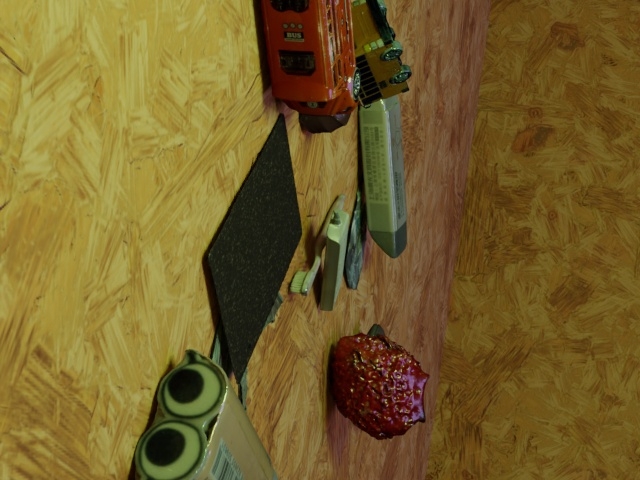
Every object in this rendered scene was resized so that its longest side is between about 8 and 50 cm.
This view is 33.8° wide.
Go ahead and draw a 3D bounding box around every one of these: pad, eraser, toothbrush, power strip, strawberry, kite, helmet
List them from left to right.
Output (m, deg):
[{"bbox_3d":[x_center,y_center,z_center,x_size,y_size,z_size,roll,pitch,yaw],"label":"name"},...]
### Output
[{"bbox_3d":[-0.124,0.270,1.224,0.291,0.087,0.171,73,31,-55],"label":"eraser"},{"bbox_3d":[-0.100,0.139,1.403,0.335,0.011,0.314,-52,145,-63],"label":"kite"},{"bbox_3d":[-0.080,0.003,1.408,0.330,0.004,0.220,-68,156,-50],"label":"pad"},{"bbox_3d":[0.000,0.000,1.710,0.307,0.029,0.025,-66,161,-56],"label":"toothbrush"},{"bbox_3d":[0.014,-0.219,1.573,0.098,0.070,0.123,-25,121,-73],"label":"helmet"},{"bbox_3d":[0.022,0.030,1.699,0.253,0.027,0.060,95,11,-54],"label":"power strip"},{"bbox_3d":[0.082,-0.055,2.026,0.169,0.015,0.310,67,33,-65],"label":"kite"},{"bbox_3d":[0.093,0.254,1.913,0.201,0.184,0.187,49,47,-31],"label":"strawberry"},{"bbox_3d":[0.119,-0.140,1.970,0.089,0.061,0.352,-43,132,-61],"label":"eraser"}]

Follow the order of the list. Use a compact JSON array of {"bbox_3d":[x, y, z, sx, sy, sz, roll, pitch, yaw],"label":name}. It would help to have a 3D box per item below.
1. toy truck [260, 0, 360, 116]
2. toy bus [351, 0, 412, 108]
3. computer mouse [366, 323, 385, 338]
[{"bbox_3d":[-0.017,-0.265,1.363,0.114,0.107,0.253,-64,154,-50],"label":"toy truck"},{"bbox_3d":[0.074,-0.295,1.679,0.201,0.114,0.098,50,19,-71],"label":"toy bus"},{"bbox_3d":[0.098,0.272,2.129,0.120,0.057,0.232,-68,161,-46],"label":"computer mouse"}]
